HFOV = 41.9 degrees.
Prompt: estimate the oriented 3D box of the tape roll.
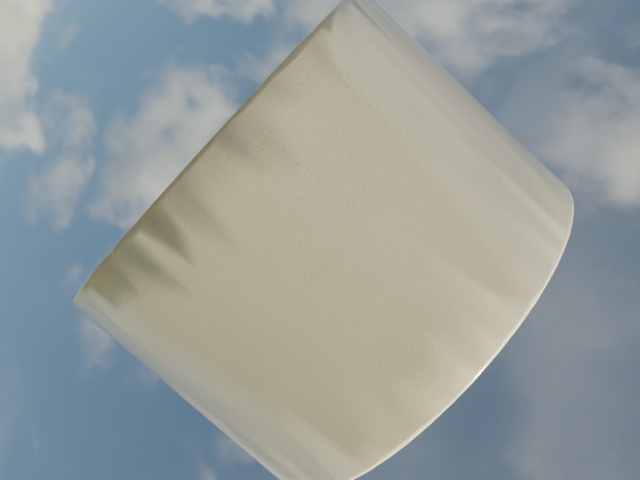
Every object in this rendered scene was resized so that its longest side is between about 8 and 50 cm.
[{"bbox_3d":[0.000,0.000,0.495,0.246,0.169,0.246,-46,-172,8],"label":"tape roll"}]
